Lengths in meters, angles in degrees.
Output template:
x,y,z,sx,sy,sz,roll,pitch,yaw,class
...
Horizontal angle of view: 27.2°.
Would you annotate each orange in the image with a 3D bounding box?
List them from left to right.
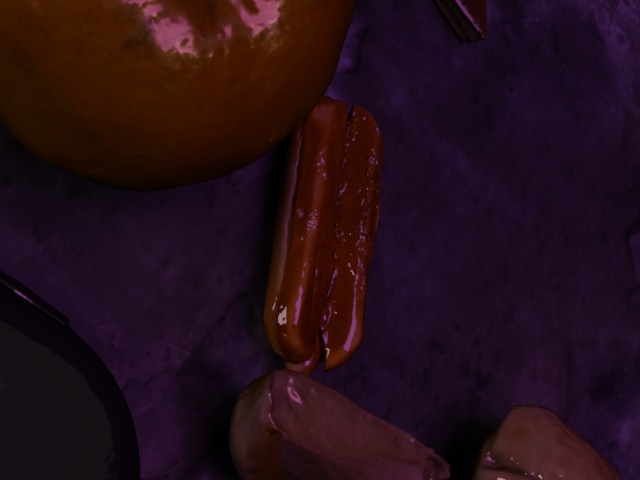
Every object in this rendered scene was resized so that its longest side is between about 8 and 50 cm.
x,y,z,sx,sy,sz,roll,pitch,yaw,class
-0.115,-0.168,0.869,0.279,0.235,0.279,-2,94,-26,orange

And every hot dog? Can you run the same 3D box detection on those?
x,y,z,sx,sy,sz,roll,pitch,yaw,class
0.000,0.000,1.028,0.092,0.062,0.236,23,67,-32,hot dog

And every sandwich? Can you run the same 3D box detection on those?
x,y,z,sx,sy,sz,roll,pitch,yaw,class
0.125,-0.218,1.176,0.044,0.031,0.083,-45,108,-31,sandwich

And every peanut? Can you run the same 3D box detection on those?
x,y,z,sx,sy,sz,roll,pitch,yaw,class
0.188,0.308,1.066,0.174,0.158,0.340,9,70,-5,peanut

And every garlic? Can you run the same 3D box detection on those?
x,y,z,sx,sy,sz,roll,pitch,yaw,class
0.001,0.161,0.976,0.195,0.101,0.087,33,49,-32,garlic

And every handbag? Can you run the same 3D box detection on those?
x,y,z,sx,sy,sz,roll,pitch,yaw,class
-0.245,0.129,0.805,0.308,0.093,0.254,39,62,-25,handbag
